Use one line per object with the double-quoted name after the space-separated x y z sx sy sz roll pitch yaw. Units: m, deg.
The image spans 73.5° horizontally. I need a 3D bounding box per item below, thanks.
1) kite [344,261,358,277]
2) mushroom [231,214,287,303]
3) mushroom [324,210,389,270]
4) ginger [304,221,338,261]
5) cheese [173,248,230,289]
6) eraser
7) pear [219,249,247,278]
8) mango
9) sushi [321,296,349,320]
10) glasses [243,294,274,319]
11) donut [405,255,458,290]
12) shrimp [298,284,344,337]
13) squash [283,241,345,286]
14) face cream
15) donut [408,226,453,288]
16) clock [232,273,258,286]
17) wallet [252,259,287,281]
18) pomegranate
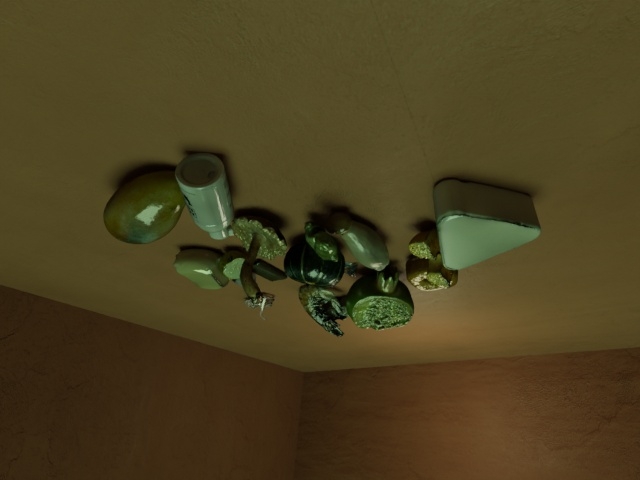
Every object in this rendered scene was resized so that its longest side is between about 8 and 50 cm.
0.110 0.133 1.975 0.232 0.009 0.189 26 146 -35 "kite"
-0.240 0.034 1.566 0.233 0.302 0.208 34 116 -20 "mushroom"
0.151 0.007 1.597 0.128 0.128 0.350 -17 139 37 "mushroom"
-0.002 0.000 1.525 0.089 0.290 0.137 -22 112 -5 "ginger"
-0.544 0.133 1.977 0.233 0.127 0.266 1 150 16 "cheese"
0.472 -0.064 1.354 0.331 0.150 0.331 1 147 1 "eraser"
-0.380 0.097 1.896 0.141 0.104 0.141 -17 136 -17 "pear"
-0.581 -0.109 1.448 0.384 0.199 0.221 -27 136 27 "mango"
0.109 0.359 2.313 0.273 0.134 0.109 -16 116 53 "sushi"
-0.357 0.367 2.433 0.162 0.095 0.255 18 149 -5 "glasses"
0.465 0.128 1.787 0.226 0.114 0.226 6 153 3 "donut"
0.032 0.368 2.248 0.233 0.071 0.365 -28 107 41 "shrimp"
-0.024 0.099 1.753 0.252 0.165 0.252 12 168 3 "squash"
-0.360 -0.109 1.412 0.145 0.145 0.370 5 147 1 "face cream"
0.431 0.043 1.597 0.101 0.152 0.259 -3 133 45 "donut"
-0.346 0.186 2.031 0.117 0.080 0.176 28 170 -17 "clock"
-0.261 0.146 2.048 0.110 0.031 0.198 -15 147 35 "wallet"
0.275 0.239 1.962 0.309 0.216 0.359 7 123 -2 "pomegranate"
